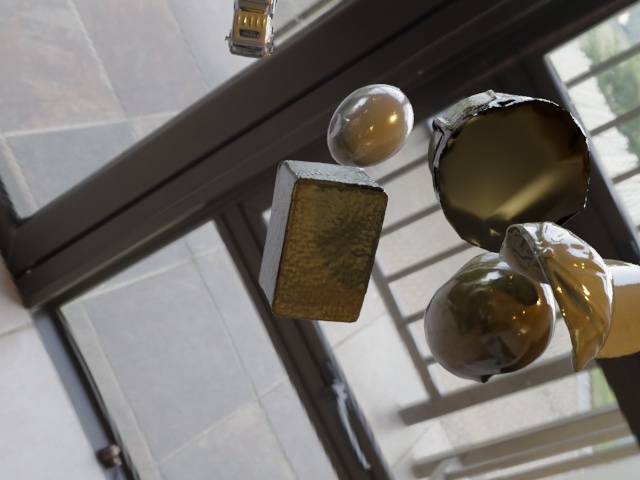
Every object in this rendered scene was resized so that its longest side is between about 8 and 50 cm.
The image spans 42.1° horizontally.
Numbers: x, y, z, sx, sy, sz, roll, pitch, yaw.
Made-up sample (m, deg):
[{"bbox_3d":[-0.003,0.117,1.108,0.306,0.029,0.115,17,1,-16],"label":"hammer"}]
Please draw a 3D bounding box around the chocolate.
[{"bbox_3d":[0.320,-0.138,1.484,0.283,0.283,0.186,53,7,-15],"label":"chocolate"}]

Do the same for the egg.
[{"bbox_3d":[0.112,-0.262,1.933,0.232,0.176,0.176,-39,103,-24],"label":"egg"}]

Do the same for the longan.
[{"bbox_3d":[0.392,0.179,1.937,0.288,0.350,0.288,18,54,-27],"label":"longan"}]

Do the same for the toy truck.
[{"bbox_3d":[-0.166,-0.609,2.099,0.155,0.124,0.268,140,-43,-84],"label":"toy truck"}]

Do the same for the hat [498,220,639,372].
[{"bbox_3d":[0.302,0.037,0.897,0.144,0.173,0.166,87,-20,-53],"label":"hat"}]

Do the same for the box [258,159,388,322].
[{"bbox_3d":[0.001,0.001,1.575,0.184,0.273,0.143,6,18,-16],"label":"box"}]
